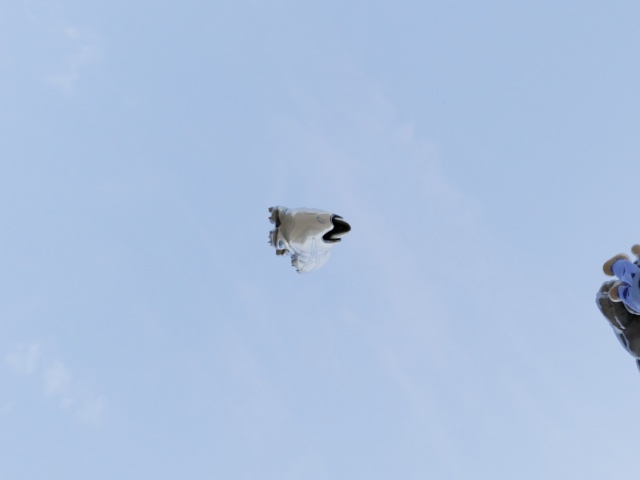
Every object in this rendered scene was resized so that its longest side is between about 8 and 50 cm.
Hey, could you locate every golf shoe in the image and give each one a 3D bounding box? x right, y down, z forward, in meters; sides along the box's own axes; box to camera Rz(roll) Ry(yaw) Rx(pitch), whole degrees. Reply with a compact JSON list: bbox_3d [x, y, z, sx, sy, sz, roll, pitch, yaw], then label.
[{"bbox_3d":[0.000,0.000,0.986,0.086,0.176,0.069,-7,-100,14],"label":"golf shoe"}]

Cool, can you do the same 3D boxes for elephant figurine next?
[{"bbox_3d":[0.539,0.059,1.252,0.169,0.239,0.186,41,-38,-4],"label":"elephant figurine"}]

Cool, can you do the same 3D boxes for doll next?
[{"bbox_3d":[0.406,0.062,0.996,0.046,0.189,0.129,-19,-79,-1],"label":"doll"}]
